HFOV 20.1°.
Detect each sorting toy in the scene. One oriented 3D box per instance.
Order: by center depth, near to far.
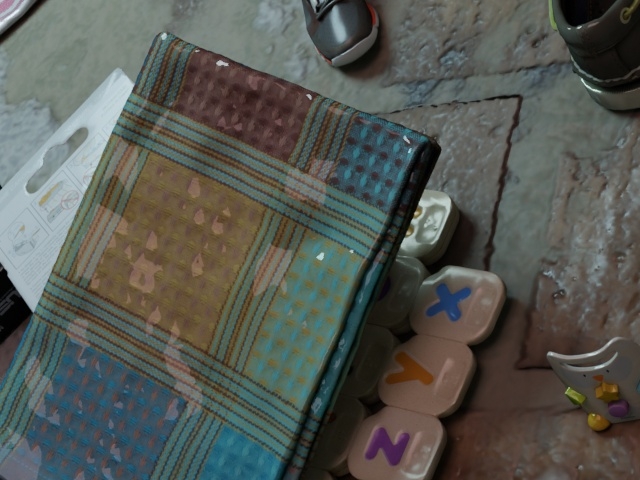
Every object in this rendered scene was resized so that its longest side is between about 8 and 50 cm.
[{"bbox_3d":[0.182,0.084,1.150,0.083,0.075,0.045,-15,53,29],"label":"sorting toy"}]

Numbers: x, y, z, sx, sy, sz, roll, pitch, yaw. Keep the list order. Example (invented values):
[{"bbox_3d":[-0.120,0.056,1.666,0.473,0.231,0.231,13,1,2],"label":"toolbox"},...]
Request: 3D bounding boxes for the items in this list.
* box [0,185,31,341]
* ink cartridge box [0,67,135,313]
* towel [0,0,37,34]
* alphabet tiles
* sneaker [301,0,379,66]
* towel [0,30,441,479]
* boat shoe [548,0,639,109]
[{"bbox_3d":[-0.375,0.056,1.589,0.270,0.060,0.216,-45,44,1],"label":"box"},{"bbox_3d":[-0.159,-0.009,1.446,0.189,0.066,0.232,-46,43,2],"label":"ink cartridge box"},{"bbox_3d":[-0.361,-0.254,1.811,0.144,0.029,0.197,-43,45,5],"label":"towel"},{"bbox_3d":[-0.002,0.084,1.323,0.278,0.021,0.284,8,66,39],"label":"alphabet tiles"},{"bbox_3d":[-0.001,-0.209,1.491,0.061,0.065,0.158,-32,47,15],"label":"sneaker"},{"bbox_3d":[-0.093,0.056,1.290,0.271,0.040,0.370,24,93,31],"label":"towel"},{"bbox_3d":[0.232,-0.246,1.327,0.109,0.091,0.305,-6,58,33],"label":"boat shoe"}]
